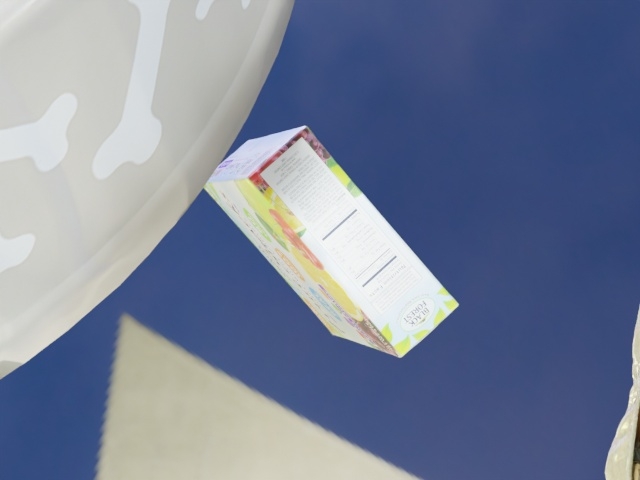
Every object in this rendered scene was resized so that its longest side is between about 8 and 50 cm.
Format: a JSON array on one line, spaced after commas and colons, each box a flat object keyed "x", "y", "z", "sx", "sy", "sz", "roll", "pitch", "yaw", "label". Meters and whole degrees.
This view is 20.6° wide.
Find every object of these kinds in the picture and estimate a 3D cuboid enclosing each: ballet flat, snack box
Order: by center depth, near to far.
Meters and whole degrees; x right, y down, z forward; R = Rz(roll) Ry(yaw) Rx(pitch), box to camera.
[{"x": 0.000, "y": 0.000, "z": 0.785, "sx": 0.037, "sy": 0.100, "sz": 0.141, "roll": -41, "pitch": -171, "yaw": -8, "label": "snack box"}, {"x": 0.199, "y": 0.084, "z": 0.974, "sx": 0.057, "sy": 0.168, "sz": 0.052, "roll": 0, "pitch": -153, "yaw": -12, "label": "ballet flat"}]

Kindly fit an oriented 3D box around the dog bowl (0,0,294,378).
[{"x": -0.172, "y": -0.118, "z": 0.417, "sx": 0.348, "sy": 0.102, "sz": 0.349, "roll": 1, "pitch": -115, "yaw": -2, "label": "dog bowl"}]
